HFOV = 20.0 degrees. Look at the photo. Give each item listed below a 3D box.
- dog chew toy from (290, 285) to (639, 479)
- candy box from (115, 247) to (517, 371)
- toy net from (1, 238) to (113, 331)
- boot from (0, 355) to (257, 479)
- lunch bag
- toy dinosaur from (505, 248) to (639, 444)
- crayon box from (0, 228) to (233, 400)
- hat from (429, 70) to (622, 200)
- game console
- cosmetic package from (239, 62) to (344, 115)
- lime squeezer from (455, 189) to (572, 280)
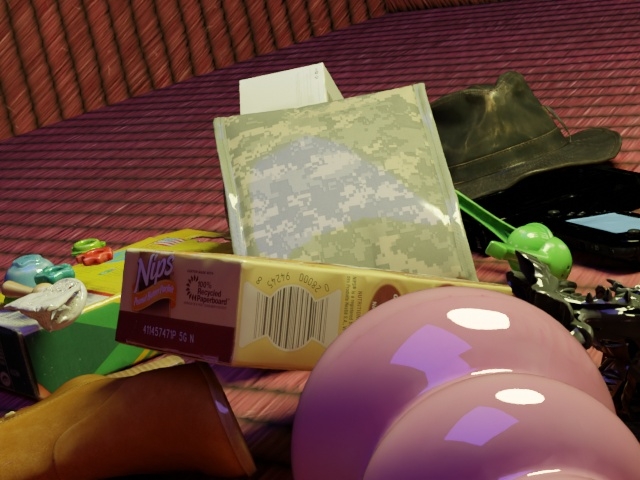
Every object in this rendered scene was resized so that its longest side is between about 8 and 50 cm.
[{"bbox_3d":[0.102,0.155,1.051,0.206,0.207,0.332,-15,20,-8],"label":"dog chew toy"},{"bbox_3d":[0.013,0.063,1.516,0.316,0.088,0.183,7,-1,-35],"label":"candy box"},{"bbox_3d":[-0.262,0.051,1.840,0.122,0.045,0.232,-13,15,-8],"label":"toy net"},{"bbox_3d":[-0.182,0.175,1.493,0.211,0.104,0.295,-23,11,-14],"label":"boot"},{"bbox_3d":[0.026,-0.004,1.838,0.235,0.169,0.287,-10,42,0],"label":"lunch bag"},{"bbox_3d":[0.250,0.088,1.316,0.218,0.164,0.322,1,-12,-11],"label":"toy dinosaur"},{"bbox_3d":[-0.219,0.072,1.975,0.318,0.081,0.202,-21,15,-30],"label":"crayon box"},{"bbox_3d":[0.219,-0.140,2.293,0.331,0.134,0.331,-16,8,2],"label":"hat"},{"bbox_3d":[0.292,-0.025,1.969,0.213,0.044,0.361,-18,14,-18],"label":"game console"},{"bbox_3d":[-0.006,-0.108,2.031,0.098,0.060,0.239,-12,-28,13],"label":"cosmetic package"},{"bbox_3d":[0.194,0.009,1.834,0.110,0.059,0.310,12,11,-5],"label":"lime squeezer"}]
